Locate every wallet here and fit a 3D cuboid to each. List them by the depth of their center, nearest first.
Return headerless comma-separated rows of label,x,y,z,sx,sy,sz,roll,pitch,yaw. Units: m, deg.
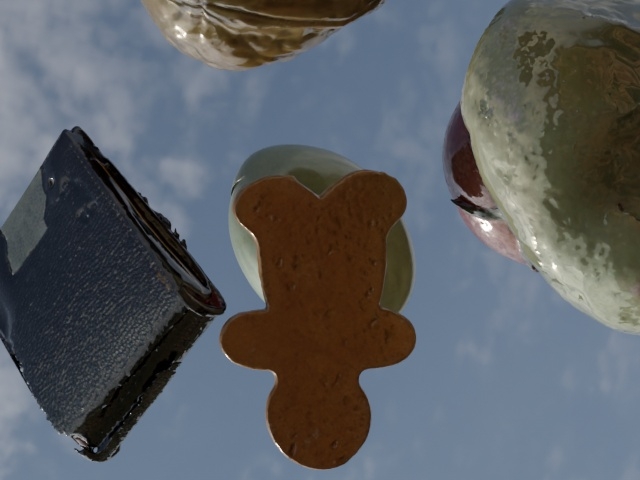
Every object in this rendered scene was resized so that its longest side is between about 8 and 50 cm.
wallet,-0.229,0.051,1.483,0.071,0.262,0.221,-3,-43,-51

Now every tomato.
tomato,0.274,-0.100,1.722,0.265,0.265,0.264,-21,-62,-45

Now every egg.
egg,0.000,0.000,1.715,0.186,0.253,0.186,-36,-9,-7

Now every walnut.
walnut,-0.054,-0.306,1.499,0.252,0.277,0.313,53,-142,-14

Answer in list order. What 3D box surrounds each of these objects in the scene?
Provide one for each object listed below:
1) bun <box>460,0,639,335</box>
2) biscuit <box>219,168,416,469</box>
bun,0.228,-0.070,1.060,0.273,0.168,0.272,21,-126,-32
biscuit,-0.003,0.066,1.273,0.166,0.036,0.250,-2,-91,-8
